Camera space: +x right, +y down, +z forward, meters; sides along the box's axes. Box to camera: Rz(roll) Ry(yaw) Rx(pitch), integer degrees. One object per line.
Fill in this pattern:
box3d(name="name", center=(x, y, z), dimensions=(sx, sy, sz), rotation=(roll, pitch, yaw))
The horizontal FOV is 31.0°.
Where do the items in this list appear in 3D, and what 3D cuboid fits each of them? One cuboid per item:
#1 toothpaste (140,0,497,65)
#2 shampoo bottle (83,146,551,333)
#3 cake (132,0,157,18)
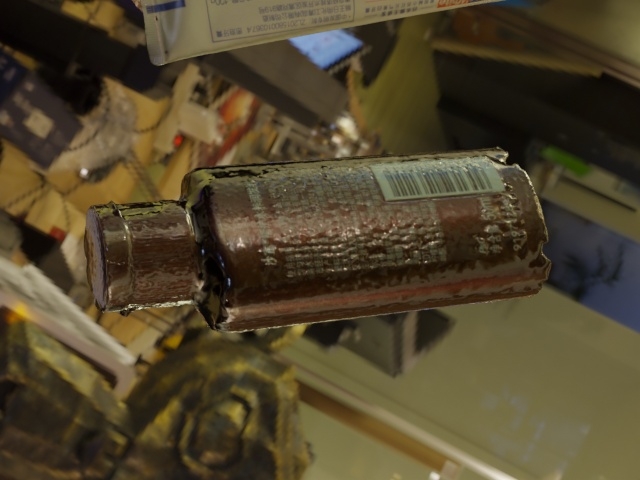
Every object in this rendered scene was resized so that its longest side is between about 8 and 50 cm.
box3d(name="toothpaste", center=(0.019, -0.121, 0.539), dimensions=(0.033, 0.218, 0.052), rotation=(-2, -81, 65))
box3d(name="shampoo bottle", center=(0.000, 0.000, 0.820), dimensions=(0.323, 0.129, 0.084), rotation=(-7, 155, -23))
box3d(name="cake", center=(-0.098, -0.381, 1.179), dimensions=(0.282, 0.290, 0.255), rotation=(39, 69, -40))
